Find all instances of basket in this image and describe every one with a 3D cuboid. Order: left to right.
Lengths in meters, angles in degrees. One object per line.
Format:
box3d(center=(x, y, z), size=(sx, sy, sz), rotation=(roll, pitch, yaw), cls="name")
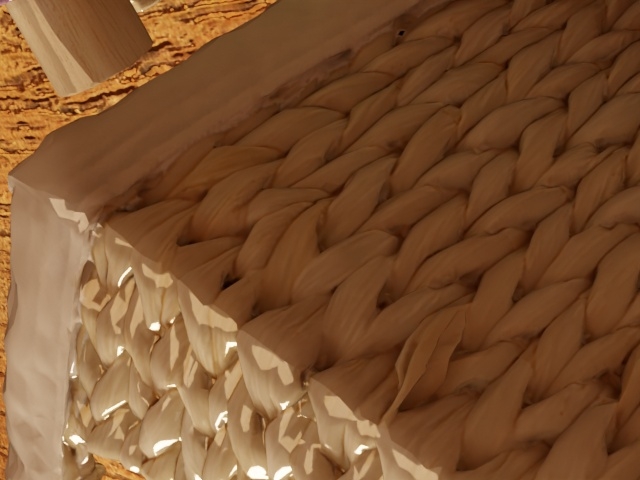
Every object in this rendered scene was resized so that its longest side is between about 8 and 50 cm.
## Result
box3d(center=(0.079, 0.075, 0.606), size=(0.266, 0.331, 0.328), rotation=(34, 139, 22), cls="basket")

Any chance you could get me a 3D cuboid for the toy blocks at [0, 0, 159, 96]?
box3d(center=(-0.070, -0.246, 0.601), size=(0.260, 0.288, 0.309), rotation=(61, 177, -19), cls="toy blocks")
